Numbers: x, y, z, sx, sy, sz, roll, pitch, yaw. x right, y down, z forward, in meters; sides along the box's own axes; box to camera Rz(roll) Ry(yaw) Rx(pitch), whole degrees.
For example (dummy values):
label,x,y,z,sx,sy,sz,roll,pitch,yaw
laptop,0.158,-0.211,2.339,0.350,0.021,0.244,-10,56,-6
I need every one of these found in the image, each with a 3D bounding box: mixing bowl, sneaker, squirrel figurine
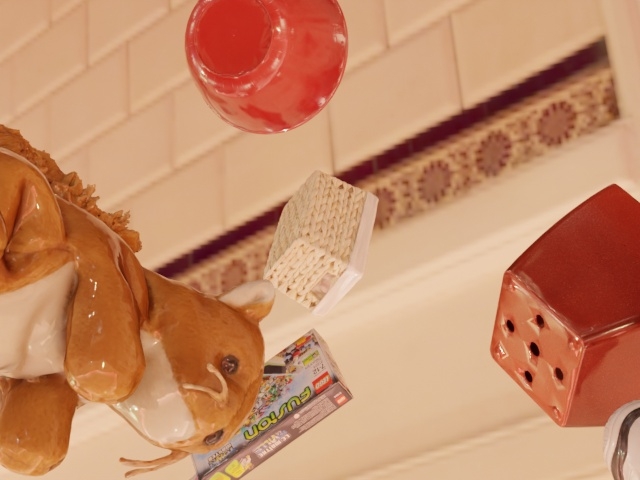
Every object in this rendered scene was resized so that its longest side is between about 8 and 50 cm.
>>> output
label,x,y,z,sx,sy,sz,roll,pitch,yaw
mixing bowl,-0.072,-0.204,1.423,0.181,0.181,0.098,-14,174,20
sneaker,0.505,0.397,1.828,0.137,0.365,0.210,-26,-166,-11
squirrel figurine,-0.233,0.043,1.305,0.370,0.397,0.281,17,116,-29

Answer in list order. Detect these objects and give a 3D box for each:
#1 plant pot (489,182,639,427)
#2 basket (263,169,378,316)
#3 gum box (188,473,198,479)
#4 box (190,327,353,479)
label,x,y,z,sx,sy,sz,roll,pitch,yaw
plant pot,0.403,0.120,2.024,0.236,0.267,0.267,-20,136,-27
basket,0.000,0.000,1.881,0.103,0.167,0.113,29,131,-15
gum box,-0.188,0.411,1.868,0.188,0.062,0.107,-43,99,13
box,-0.067,0.206,1.664,0.207,0.114,0.036,-36,125,5
